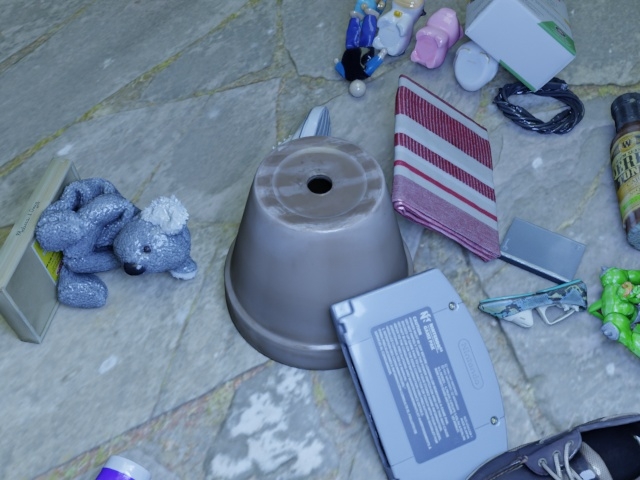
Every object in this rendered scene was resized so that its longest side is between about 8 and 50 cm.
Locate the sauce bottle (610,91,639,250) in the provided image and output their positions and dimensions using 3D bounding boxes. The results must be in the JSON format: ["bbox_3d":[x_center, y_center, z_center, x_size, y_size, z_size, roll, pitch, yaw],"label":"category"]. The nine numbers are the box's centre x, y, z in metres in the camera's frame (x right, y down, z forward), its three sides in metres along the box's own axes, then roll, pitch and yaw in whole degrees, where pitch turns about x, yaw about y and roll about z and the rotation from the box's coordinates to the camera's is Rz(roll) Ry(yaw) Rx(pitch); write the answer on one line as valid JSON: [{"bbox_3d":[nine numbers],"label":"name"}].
[{"bbox_3d":[0.605,-0.140,1.320,0.111,0.111,0.344,4,51,3],"label":"sauce bottle"}]

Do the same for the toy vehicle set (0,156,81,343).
[{"bbox_3d":[-0.452,0.015,1.158,0.035,0.166,0.267,7,53,7],"label":"toy vehicle set"}]

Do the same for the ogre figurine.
[{"bbox_3d":[0.509,0.117,1.138,0.118,0.097,0.197,22,69,-6],"label":"ogre figurine"}]

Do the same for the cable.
[{"bbox_3d":[0.453,-0.280,1.471,0.184,0.047,0.151,-2,58,-5],"label":"cable"}]

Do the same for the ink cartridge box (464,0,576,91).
[{"bbox_3d":[0.418,-0.471,1.481,0.201,0.117,0.278,35,38,-15],"label":"ink cartridge box"}]

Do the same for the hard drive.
[{"bbox_3d":[0.392,0.020,1.250,0.135,0.022,0.094,24,57,17],"label":"hard drive"}]

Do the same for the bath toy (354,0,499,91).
[{"bbox_3d":[0.245,-0.453,1.548,0.348,0.151,0.129,32,31,18],"label":"bath toy"}]

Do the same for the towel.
[{"bbox_3d":[0.225,-0.137,1.283,0.237,0.037,0.329,28,47,-24],"label":"towel"}]

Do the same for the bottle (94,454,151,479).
[{"bbox_3d":[-0.314,0.419,0.899,0.118,0.092,0.283,17,54,11],"label":"bottle"}]

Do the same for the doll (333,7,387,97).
[{"bbox_3d":[0.088,-0.400,1.506,0.129,0.046,0.189,2,81,31],"label":"doll"}]

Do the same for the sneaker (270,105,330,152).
[{"bbox_3d":[-0.049,-0.173,1.353,0.091,0.094,0.258,5,46,20],"label":"sneaker"}]

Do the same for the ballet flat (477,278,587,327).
[{"bbox_3d":[0.357,0.111,1.160,0.188,0.070,0.070,-12,54,-4],"label":"ballet flat"}]

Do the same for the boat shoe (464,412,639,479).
[{"bbox_3d":[0.325,0.307,0.931,0.355,0.130,0.132,-19,61,-26],"label":"boat shoe"}]

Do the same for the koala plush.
[{"bbox_3d":[-0.315,-0.006,1.169,0.221,0.196,0.203,5,43,8],"label":"koala plush"}]

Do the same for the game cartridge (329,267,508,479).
[{"bbox_3d":[0.151,0.202,1.011,0.198,0.062,0.297,-18,87,-18],"label":"game cartridge"}]

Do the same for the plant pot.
[{"bbox_3d":[0.000,0.000,1.104,0.323,0.280,0.323,1,53,-1],"label":"plant pot"}]
